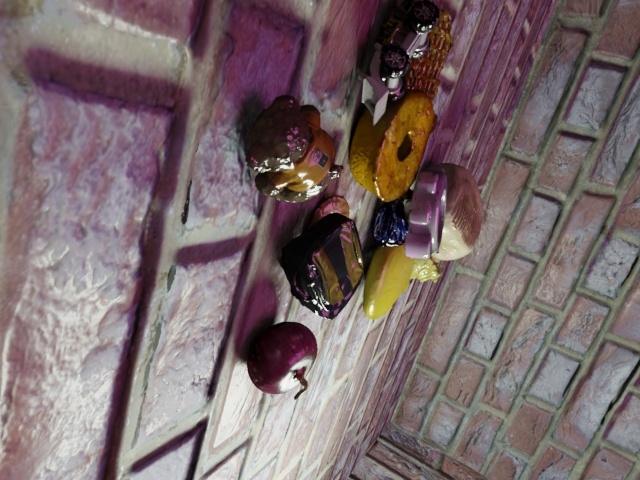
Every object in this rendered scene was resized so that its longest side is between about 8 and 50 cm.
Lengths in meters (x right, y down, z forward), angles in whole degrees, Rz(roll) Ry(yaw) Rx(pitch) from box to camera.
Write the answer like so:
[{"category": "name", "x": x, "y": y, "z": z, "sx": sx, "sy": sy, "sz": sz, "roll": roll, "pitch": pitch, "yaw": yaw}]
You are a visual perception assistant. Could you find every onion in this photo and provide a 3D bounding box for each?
[{"category": "onion", "x": -0.083, "y": 0.270, "z": 1.076, "sx": 0.177, "sy": 0.154, "sz": 0.177, "roll": 12, "pitch": 90, "yaw": -73}]

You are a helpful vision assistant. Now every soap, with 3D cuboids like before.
[{"category": "soap", "x": 0.235, "y": 0.113, "z": 1.620, "sx": 0.427, "sy": 0.115, "sz": 0.305, "roll": -10, "pitch": 120, "yaw": -69}]

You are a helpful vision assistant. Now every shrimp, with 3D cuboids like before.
[{"category": "shrimp", "x": 0.003, "y": 0.001, "z": 1.118, "sx": 0.133, "sy": 0.053, "sz": 0.235, "roll": 10, "pitch": 104, "yaw": -61}]

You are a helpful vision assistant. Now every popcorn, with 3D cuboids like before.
[{"category": "popcorn", "x": 0.412, "y": 0.067, "z": 1.891, "sx": 0.185, "sy": 0.167, "sz": 0.187, "roll": 48, "pitch": 61, "yaw": -56}]

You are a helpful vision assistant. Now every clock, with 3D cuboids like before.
[{"category": "clock", "x": 0.313, "y": -0.085, "z": 1.361, "sx": 0.227, "sy": 0.090, "sz": 0.247, "roll": -36, "pitch": 131, "yaw": -64}]

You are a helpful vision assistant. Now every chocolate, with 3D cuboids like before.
[{"category": "chocolate", "x": 0.234, "y": -0.157, "z": 1.396, "sx": 0.149, "sy": 0.126, "sz": 0.343, "roll": -3, "pitch": 113, "yaw": -23}]

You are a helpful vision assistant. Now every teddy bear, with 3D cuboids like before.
[{"category": "teddy bear", "x": -0.047, "y": -0.150, "z": 0.780, "sx": 0.190, "sy": 0.140, "sz": 0.177, "roll": 26, "pitch": 91, "yaw": -58}]

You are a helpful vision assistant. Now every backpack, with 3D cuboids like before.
[{"category": "backpack", "x": 0.015, "y": 0.069, "z": 1.056, "sx": 0.206, "sy": 0.133, "sz": 0.258, "roll": -41, "pitch": 131, "yaw": -25}]

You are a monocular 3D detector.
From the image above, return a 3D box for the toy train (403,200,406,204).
[{"category": "toy train", "x": 0.259, "y": -0.123, "z": 1.554, "sx": 0.093, "sy": 0.038, "sz": 0.056, "roll": -64, "pitch": 163, "yaw": -5}]

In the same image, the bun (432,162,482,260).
[{"category": "bun", "x": 0.455, "y": -0.105, "z": 1.730, "sx": 0.361, "sy": 0.213, "sz": 0.360, "roll": 7, "pitch": 81, "yaw": -52}]

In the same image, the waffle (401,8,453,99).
[{"category": "waffle", "x": 0.290, "y": -0.471, "z": 1.270, "sx": 0.291, "sy": 0.051, "sz": 0.291, "roll": -46, "pitch": 149, "yaw": -39}]

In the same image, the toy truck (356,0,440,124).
[{"category": "toy truck", "x": 0.155, "y": -0.392, "z": 0.992, "sx": 0.285, "sy": 0.111, "sz": 0.136, "roll": -59, "pitch": 172, "yaw": -8}]

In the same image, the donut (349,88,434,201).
[{"category": "donut", "x": 0.176, "y": -0.247, "z": 1.176, "sx": 0.303, "sy": 0.110, "sz": 0.302, "roll": -43, "pitch": 146, "yaw": -39}]

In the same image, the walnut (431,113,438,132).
[{"category": "walnut", "x": 0.304, "y": -0.349, "z": 1.387, "sx": 0.096, "sy": 0.083, "sz": 0.079, "roll": -51, "pitch": 125, "yaw": -26}]
